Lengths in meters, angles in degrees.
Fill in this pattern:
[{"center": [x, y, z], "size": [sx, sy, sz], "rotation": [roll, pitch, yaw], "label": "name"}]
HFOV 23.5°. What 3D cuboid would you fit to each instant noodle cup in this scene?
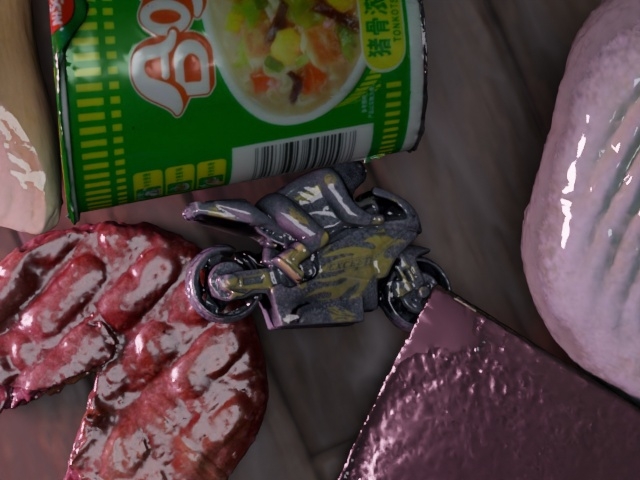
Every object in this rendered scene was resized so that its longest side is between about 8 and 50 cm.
[{"center": [-0.055, -0.119, 1.001], "size": [0.233, 0.207, 0.207], "rotation": [-4, 92, -7], "label": "instant noodle cup"}]

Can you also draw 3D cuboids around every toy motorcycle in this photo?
[{"center": [0.000, 0.000, 1.055], "size": [0.193, 0.061, 0.124], "rotation": [4, 80, -17], "label": "toy motorcycle"}]

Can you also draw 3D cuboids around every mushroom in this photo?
[{"center": [-0.230, -0.121, 1.039], "size": [0.096, 0.108, 0.247], "rotation": [-2, 83, -28], "label": "mushroom"}]

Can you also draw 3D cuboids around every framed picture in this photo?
[{"center": [0.150, 0.212, 1.002], "size": [0.324, 0.013, 0.244], "rotation": [32, 106, 26], "label": "framed picture"}]

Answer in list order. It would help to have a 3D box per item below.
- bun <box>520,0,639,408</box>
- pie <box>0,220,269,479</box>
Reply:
[{"center": [0.307, -0.031, 0.994], "size": [0.354, 0.194, 0.354], "rotation": [3, 107, 10], "label": "bun"}, {"center": [-0.141, 0.091, 1.073], "size": [0.204, 0.054, 0.218], "rotation": [-31, 90, 1], "label": "pie"}]
